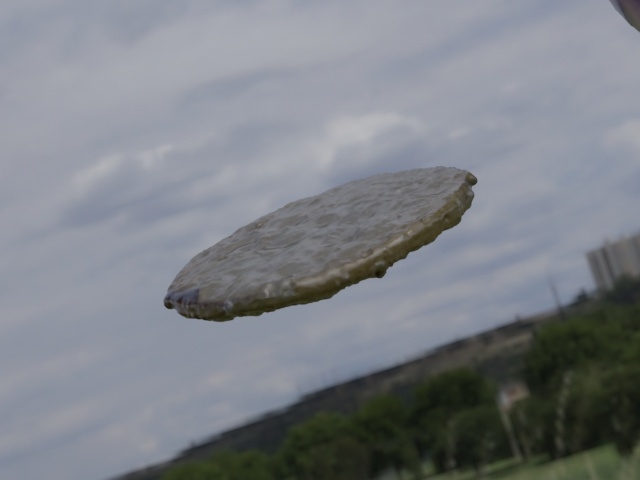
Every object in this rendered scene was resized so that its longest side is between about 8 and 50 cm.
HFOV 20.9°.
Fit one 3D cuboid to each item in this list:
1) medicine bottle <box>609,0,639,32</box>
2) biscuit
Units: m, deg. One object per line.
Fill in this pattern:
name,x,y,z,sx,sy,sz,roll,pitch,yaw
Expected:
medicine bottle,0.198,-0.221,0.689,0.212,0.212,0.325,-18,-24,2
biscuit,0.000,0.000,0.621,0.120,0.015,0.120,-21,14,5
